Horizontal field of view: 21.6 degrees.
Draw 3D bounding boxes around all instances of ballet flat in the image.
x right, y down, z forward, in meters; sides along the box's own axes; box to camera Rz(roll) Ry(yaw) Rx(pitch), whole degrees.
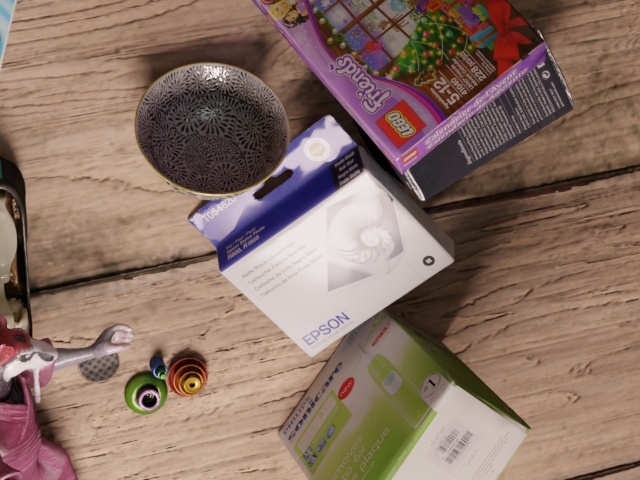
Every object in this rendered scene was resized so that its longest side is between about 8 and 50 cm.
[{"bbox_3d":[-0.359,0.049,1.824,0.095,0.096,0.280,-5,108,-16],"label":"ballet flat"}]

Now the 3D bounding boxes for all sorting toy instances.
[{"bbox_3d":[-0.178,0.169,1.945,0.102,0.042,0.061,-26,112,-7],"label":"sorting toy"}]

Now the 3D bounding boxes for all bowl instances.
[{"bbox_3d":[-0.121,-0.104,1.843,0.170,0.170,0.080,-11,153,-14],"label":"bowl"}]

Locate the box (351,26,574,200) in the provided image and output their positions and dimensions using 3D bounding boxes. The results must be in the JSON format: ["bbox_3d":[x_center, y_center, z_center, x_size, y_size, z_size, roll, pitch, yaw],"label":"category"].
[{"bbox_3d":[0.153,-0.155,1.885,0.207,0.153,0.108,-32,113,-6],"label":"box"}]

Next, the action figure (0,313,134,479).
[{"bbox_3d":[-0.355,0.212,1.810,0.276,0.248,0.370,7,128,7],"label":"action figure"}]

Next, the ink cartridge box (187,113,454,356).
[{"bbox_3d":[0.000,0.000,1.902,0.223,0.045,0.224,-36,114,23],"label":"ink cartridge box"}]

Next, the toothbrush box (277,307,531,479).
[{"bbox_3d":[0.088,0.218,1.910,0.122,0.283,0.206,33,95,-22],"label":"toothbrush box"}]

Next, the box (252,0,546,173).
[{"bbox_3d":[0.072,-0.243,1.792,0.201,0.057,0.293,-39,73,-2],"label":"box"}]

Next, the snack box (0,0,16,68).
[{"bbox_3d":[-0.490,-0.208,1.724,0.322,0.060,0.187,11,103,-20],"label":"snack box"}]
